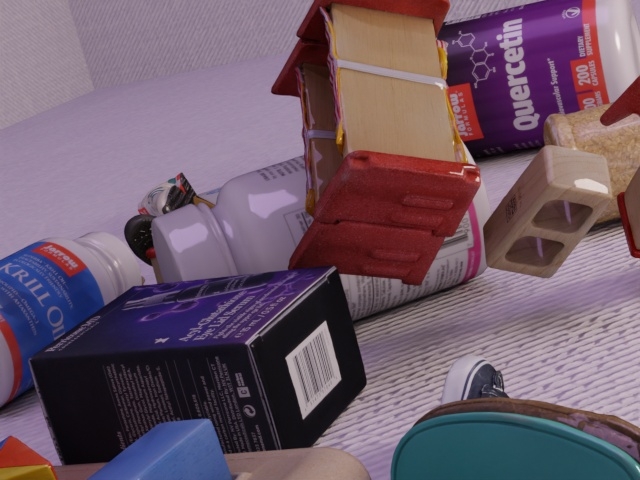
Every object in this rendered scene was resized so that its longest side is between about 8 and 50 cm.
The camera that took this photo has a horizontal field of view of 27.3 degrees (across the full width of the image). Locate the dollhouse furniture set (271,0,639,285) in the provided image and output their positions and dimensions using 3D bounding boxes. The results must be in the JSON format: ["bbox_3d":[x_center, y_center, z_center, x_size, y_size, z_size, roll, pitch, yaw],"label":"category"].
[{"bbox_3d":[0.161,-0.072,1.097,0.374,0.201,0.152,8,-36,-16],"label":"dollhouse furniture set"}]

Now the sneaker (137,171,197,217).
[{"bbox_3d":[-0.215,-0.043,1.816,0.075,0.057,0.161,-30,14,9],"label":"sneaker"}]

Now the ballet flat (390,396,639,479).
[{"bbox_3d":[0.193,0.140,0.635,0.124,0.116,0.342,-1,1,-44],"label":"ballet flat"}]

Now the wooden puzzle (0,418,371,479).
[{"bbox_3d":[-0.187,0.198,0.817,0.347,0.081,0.322,-5,18,34],"label":"wooden puzzle"}]

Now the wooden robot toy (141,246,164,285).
[{"bbox_3d":[-0.132,0.038,1.389,0.173,0.076,0.079,-3,8,37],"label":"wooden robot toy"}]

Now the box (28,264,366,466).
[{"bbox_3d":[-0.093,0.103,1.023,0.207,0.108,0.153,-7,17,28],"label":"box"}]

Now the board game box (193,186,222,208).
[{"bbox_3d":[0.010,-0.038,1.527,0.242,0.064,0.316,-19,15,-15],"label":"board game box"}]

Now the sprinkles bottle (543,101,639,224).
[{"bbox_3d":[0.402,-0.107,1.280,0.355,0.121,0.121,-14,15,5],"label":"sprinkles bottle"}]

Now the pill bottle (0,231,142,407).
[{"bbox_3d":[-0.279,0.069,1.297,0.124,0.124,0.221,-5,18,34],"label":"pill bottle"}]

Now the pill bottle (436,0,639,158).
[{"bbox_3d":[0.244,-0.204,1.680,0.322,0.182,0.181,-10,16,21],"label":"pill bottle"}]

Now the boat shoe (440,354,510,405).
[{"bbox_3d":[0.117,0.128,0.830,0.083,0.065,0.183,-2,20,16],"label":"boat shoe"}]

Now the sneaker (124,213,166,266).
[{"bbox_3d":[-0.171,0.000,1.471,0.170,0.051,0.089,29,6,-46],"label":"sneaker"}]

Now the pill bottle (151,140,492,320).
[{"bbox_3d":[0.000,0.000,1.207,0.283,0.160,0.160,-18,15,-14],"label":"pill bottle"}]
